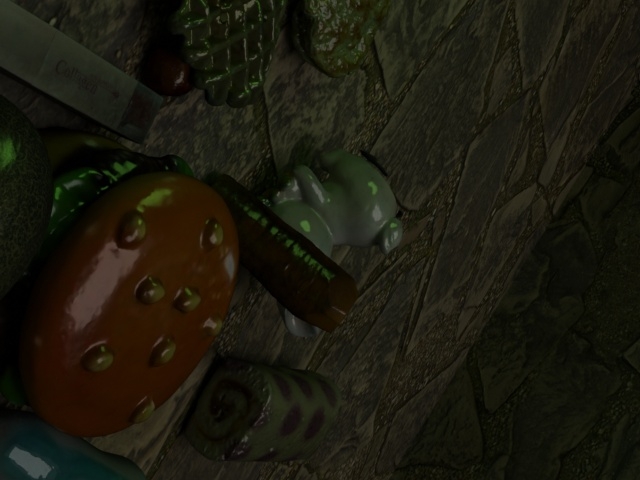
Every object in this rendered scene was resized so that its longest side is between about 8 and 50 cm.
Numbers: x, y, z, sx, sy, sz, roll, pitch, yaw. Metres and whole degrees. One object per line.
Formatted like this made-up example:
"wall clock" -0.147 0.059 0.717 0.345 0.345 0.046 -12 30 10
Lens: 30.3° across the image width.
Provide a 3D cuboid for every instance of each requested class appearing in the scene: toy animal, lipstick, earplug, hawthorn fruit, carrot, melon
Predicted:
"toy animal" -0.005 -0.004 2.075 0.310 0.247 0.183 -41 -178 -19
"lipstick" -0.327 -0.213 1.445 0.076 0.080 0.371 -64 154 -1
"earplug" -0.400 0.335 1.700 0.185 0.185 0.324 -57 145 -18
"hawthorn fruit" -0.211 -0.238 1.655 0.077 0.077 0.077 -42 146 -39
"carrot" -0.072 0.024 1.919 0.114 0.302 0.114 -49 -179 1
"melon" -0.425 -0.021 1.235 0.329 0.248 0.248 -57 152 -20

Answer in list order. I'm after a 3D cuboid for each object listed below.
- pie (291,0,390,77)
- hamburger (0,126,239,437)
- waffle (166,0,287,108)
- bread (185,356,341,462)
"pie" 0.034 -0.402 1.947 0.201 0.090 0.248 34 81 -53
"hamburger" -0.281 0.062 1.541 0.396 0.277 0.396 -41 145 -38
"waffle" -0.118 -0.347 1.687 0.292 0.056 0.309 50 51 -61
"bread" -0.096 0.331 2.244 0.187 0.155 0.338 -62 154 3
